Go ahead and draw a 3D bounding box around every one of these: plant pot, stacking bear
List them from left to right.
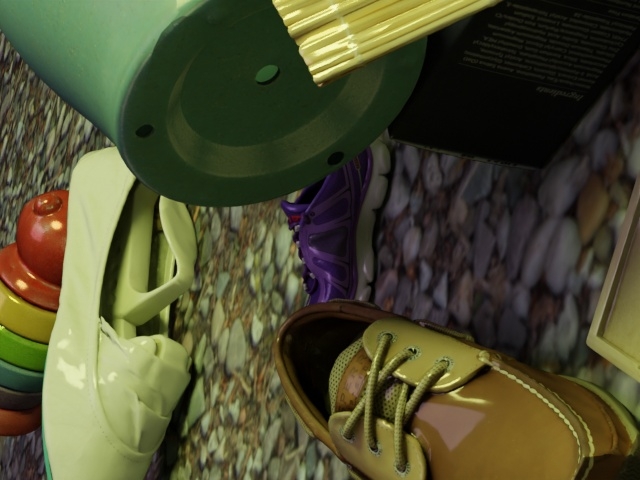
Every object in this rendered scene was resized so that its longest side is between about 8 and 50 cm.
[{"bbox_3d":[-0.330,0.067,1.838,0.289,0.175,0.164,-60,27,24],"label":"stacking bear"},{"bbox_3d":[-0.071,-0.169,0.924,0.255,0.271,0.272,61,138,36],"label":"plant pot"}]

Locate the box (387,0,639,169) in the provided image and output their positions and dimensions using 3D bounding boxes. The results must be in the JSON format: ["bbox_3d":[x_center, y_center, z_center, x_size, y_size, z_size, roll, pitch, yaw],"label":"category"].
[{"bbox_3d":[0.117,-0.166,0.930,0.207,0.108,0.153,123,147,-43],"label":"box"}]

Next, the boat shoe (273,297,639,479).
[{"bbox_3d":[0.058,0.105,0.915,0.122,0.120,0.324,-66,23,-4],"label":"boat shoe"}]

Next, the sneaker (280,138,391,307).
[{"bbox_3d":[0.000,0.000,1.184,0.068,0.071,0.170,-176,95,-67],"label":"sneaker"}]

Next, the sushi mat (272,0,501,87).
[{"bbox_3d":[0.111,-0.196,0.750,0.019,0.316,0.151,40,-152,-67],"label":"sushi mat"}]

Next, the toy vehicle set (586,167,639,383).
[{"bbox_3d":[0.214,-0.044,0.742,0.166,0.035,0.267,-138,61,-64],"label":"toy vehicle set"}]

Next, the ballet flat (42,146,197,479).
[{"bbox_3d":[-0.181,0.077,1.521,0.139,0.139,0.400,135,141,-54],"label":"ballet flat"}]
